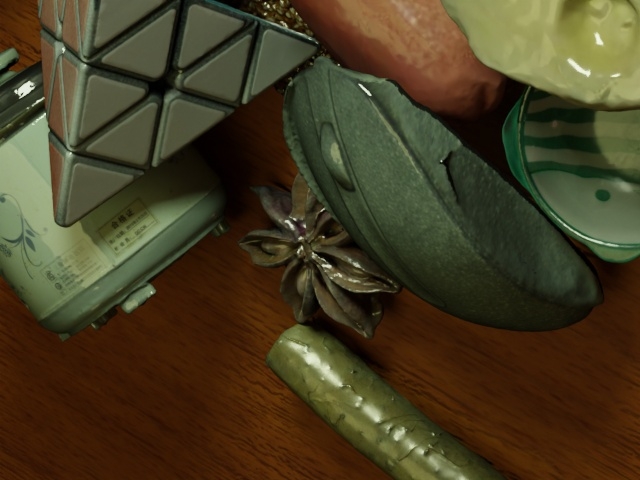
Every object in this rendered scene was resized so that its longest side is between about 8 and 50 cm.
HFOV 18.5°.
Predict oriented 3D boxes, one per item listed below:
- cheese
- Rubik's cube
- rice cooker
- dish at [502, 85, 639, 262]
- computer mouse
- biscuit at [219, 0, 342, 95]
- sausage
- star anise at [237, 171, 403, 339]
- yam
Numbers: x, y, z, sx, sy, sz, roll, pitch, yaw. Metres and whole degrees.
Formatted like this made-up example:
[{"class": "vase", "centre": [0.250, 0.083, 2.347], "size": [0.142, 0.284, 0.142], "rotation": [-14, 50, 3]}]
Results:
[{"class": "cheese", "centre": [0.242, -0.253, 1.583], "size": [0.326, 0.115, 0.318], "rotation": [-18, 90, 32]}, {"class": "Rubik's cube", "centre": [-0.180, -0.187, 1.843], "size": [0.228, 0.229, 0.233], "rotation": [-16, 118, 35]}, {"class": "rice cooker", "centre": [-0.259, -0.066, 2.043], "size": [0.317, 0.264, 0.316], "rotation": [2, 102, 7]}, {"class": "dish", "centre": [0.273, -0.107, 1.706], "size": [0.224, 0.078, 0.246], "rotation": [7, 103, 30]}, {"class": "computer mouse", "centre": [0.101, -0.017, 1.774], "size": [0.374, 0.114, 0.203], "rotation": [40, 168, -27]}, {"class": "biscuit", "centre": [-0.023, -0.198, 1.939], "size": [0.237, 0.026, 0.131], "rotation": [37, 134, 17]}, {"class": "sausage", "centre": [0.063, -0.220, 1.772], "size": [0.279, 0.152, 0.152], "rotation": [50, 135, 1]}, {"class": "star anise", "centre": [0.011, 0.012, 2.005], "size": [0.212, 0.073, 0.197], "rotation": [-25, 95, 47]}, {"class": "yam", "centre": [0.100, 0.220, 2.053], "size": [0.371, 0.083, 0.083], "rotation": [40, 133, 15]}]
